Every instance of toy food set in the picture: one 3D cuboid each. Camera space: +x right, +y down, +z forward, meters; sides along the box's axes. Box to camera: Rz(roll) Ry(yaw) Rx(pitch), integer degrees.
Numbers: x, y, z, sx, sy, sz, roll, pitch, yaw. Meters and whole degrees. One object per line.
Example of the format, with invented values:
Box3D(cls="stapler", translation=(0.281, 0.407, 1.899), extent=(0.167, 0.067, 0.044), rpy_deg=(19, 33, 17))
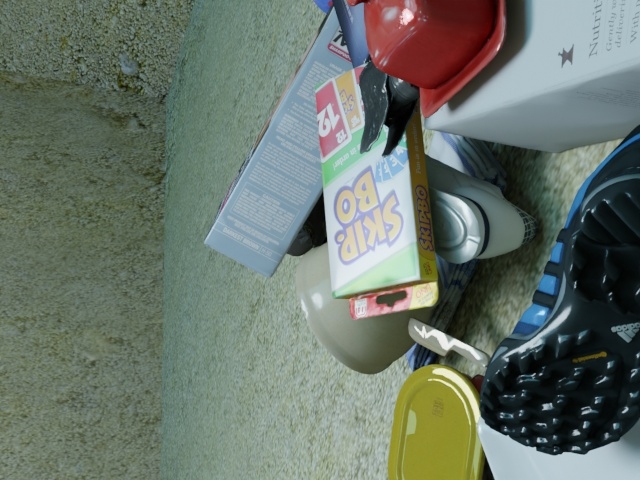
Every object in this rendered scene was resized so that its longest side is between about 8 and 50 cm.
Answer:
Box3D(cls="toy food set", translation=(0.144, 0.200, 1.064), extent=(0.128, 0.071, 0.217), rpy_deg=(14, 98, 49))

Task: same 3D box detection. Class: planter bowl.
Box3D(cls="planter bowl", translation=(0.068, 0.055, 1.130), extent=(0.109, 0.162, 0.162), rpy_deg=(-33, 45, 31))

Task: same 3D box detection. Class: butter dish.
Box3D(cls="butter dish", translation=(0.077, -0.205, 0.842), extent=(0.160, 0.118, 0.159), rpy_deg=(140, 135, -66))

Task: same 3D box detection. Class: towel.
Box3D(cls="towel", translation=(0.137, -0.003, 1.216), extent=(0.209, 0.034, 0.285), rpy_deg=(-108, 31, -57))

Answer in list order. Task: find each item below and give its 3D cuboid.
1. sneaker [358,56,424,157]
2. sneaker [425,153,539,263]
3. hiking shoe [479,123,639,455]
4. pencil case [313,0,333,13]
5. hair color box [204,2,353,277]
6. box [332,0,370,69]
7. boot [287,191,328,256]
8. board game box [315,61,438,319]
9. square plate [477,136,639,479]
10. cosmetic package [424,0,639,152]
Box3D(cls="sneaker", translation=(0.066, -0.173, 0.972), extent=(0.089, 0.051, 0.170), rpy_deg=(-39, 49, 54))
Box3D(cls="sneaker", translation=(0.125, -0.046, 1.069), extent=(0.235, 0.095, 0.090), rpy_deg=(43, 134, 46))
Box3D(cls="hiking shoe", translation=(0.209, 0.046, 0.736), extent=(0.132, 0.113, 0.304), rpy_deg=(-56, -11, -42))
Box3D(cls="pencil case", translation=(0.078, -0.448, 1.467), extent=(0.306, 0.119, 0.133), rpy_deg=(129, 154, -59))
Box3D(cls="hair color box", translation=(-0.022, -0.151, 1.427), extent=(0.374, 0.114, 0.185), rpy_deg=(-58, 9, 16))
Box3D(cls="box", translation=(0.138, -0.362, 1.133), extent=(0.296, 0.183, 0.294), rpy_deg=(-103, 28, -48))
Box3D(cls="boot", translation=(0.000, 0.000, 1.554), extent=(0.263, 0.091, 0.229), rpy_deg=(118, 155, -43))
Box3D(cls="board game box", translation=(0.055, -0.053, 1.036), extent=(0.124, 0.039, 0.259), rpy_deg=(-16, 77, 44))
Box3D(cls="square plate", translation=(0.245, 0.150, 0.775), extent=(0.347, 0.049, 0.344), rpy_deg=(-106, 30, -53))
Box3D(cls="cosmetic package", translation=(0.230, -0.201, 0.803), extent=(0.385, 0.156, 0.217), rpy_deg=(171, 105, -71))
